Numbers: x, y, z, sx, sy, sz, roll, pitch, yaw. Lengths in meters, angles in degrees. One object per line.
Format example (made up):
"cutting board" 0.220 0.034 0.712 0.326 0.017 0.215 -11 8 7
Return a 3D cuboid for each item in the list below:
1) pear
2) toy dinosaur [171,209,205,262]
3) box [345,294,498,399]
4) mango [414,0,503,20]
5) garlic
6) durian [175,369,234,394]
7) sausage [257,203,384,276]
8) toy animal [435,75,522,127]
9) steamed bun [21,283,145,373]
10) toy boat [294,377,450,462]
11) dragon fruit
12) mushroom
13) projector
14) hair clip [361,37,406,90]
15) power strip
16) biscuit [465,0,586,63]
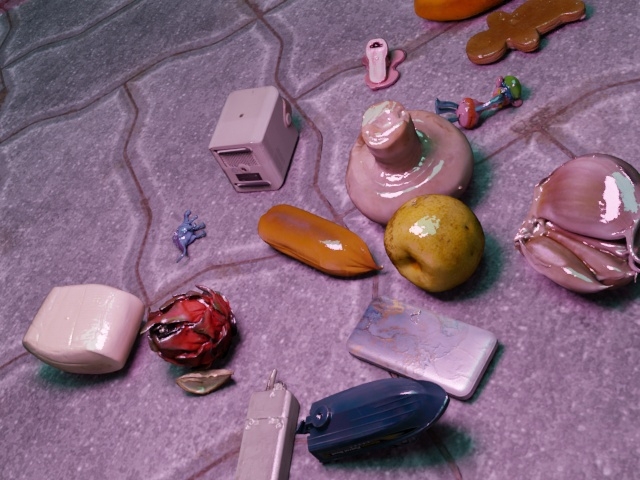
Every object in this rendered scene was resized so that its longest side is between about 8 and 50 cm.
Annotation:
"pear" 0.233 -0.003 1.557 0.197 0.197 0.197 -14 47 15
"toy dinosaur" -0.333 -0.018 1.956 0.080 0.045 0.197 -27 36 21
"box" 0.191 0.200 1.509 0.285 0.044 0.142 17 65 36
"mango" 0.405 -0.709 2.091 0.350 0.201 0.199 -31 15 10
"garlic" 0.495 -0.027 1.442 0.292 0.210 0.237 17 54 46
"durian" -0.238 0.284 1.633 0.130 0.066 0.052 -9 49 8
"sausage" -0.002 0.006 1.732 0.328 0.112 0.112 24 65 36
"toy animal" 0.372 -0.321 1.826 0.208 0.100 0.103 -15 7 -2
"steamed bun" -0.530 0.210 1.778 0.250 0.155 0.200 1 55 19
"toy boat" 0.104 0.314 1.385 0.296 0.122 0.114 -24 45 34
"dragon fruit" -0.272 0.188 1.656 0.188 0.182 0.182 -25 45 -6
"mushroom" 0.174 -0.193 1.680 0.292 0.290 0.293 -12 52 16
"projector" -0.163 -0.265 1.990 0.163 0.177 0.243 -3 52 22
"hair clip" 0.166 -0.464 2.103 0.123 0.102 0.138 -9 81 22
"power strip" -0.100 0.376 1.491 0.093 0.053 0.288 -8 49 22
"biscuit" 0.505 -0.538 1.985 0.301 0.049 0.197 -32 41 -2
